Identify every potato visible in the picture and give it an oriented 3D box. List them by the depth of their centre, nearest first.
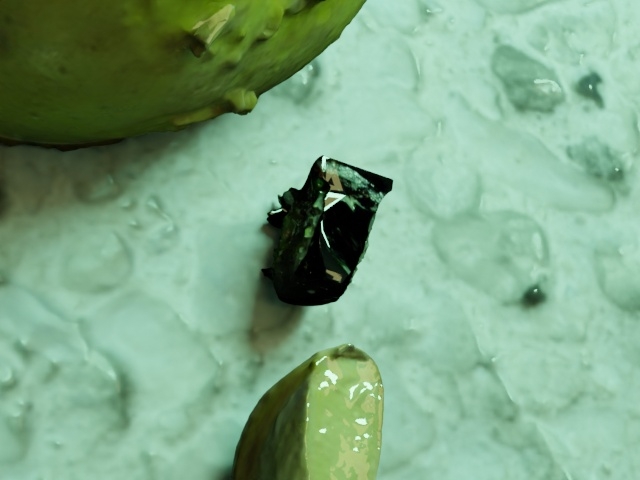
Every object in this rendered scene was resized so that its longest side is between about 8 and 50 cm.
[{"bbox_3d":[-0.089,-0.286,1.183,0.385,0.319,0.442,19,69,-23],"label":"potato"}]

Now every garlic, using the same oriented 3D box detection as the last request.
[{"bbox_3d":[-0.010,0.168,1.208,0.087,0.101,0.195,13,72,-22],"label":"garlic"}]

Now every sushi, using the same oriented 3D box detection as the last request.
[{"bbox_3d":[0.000,0.000,1.276,0.056,0.085,0.083,17,67,-24],"label":"sushi"}]
